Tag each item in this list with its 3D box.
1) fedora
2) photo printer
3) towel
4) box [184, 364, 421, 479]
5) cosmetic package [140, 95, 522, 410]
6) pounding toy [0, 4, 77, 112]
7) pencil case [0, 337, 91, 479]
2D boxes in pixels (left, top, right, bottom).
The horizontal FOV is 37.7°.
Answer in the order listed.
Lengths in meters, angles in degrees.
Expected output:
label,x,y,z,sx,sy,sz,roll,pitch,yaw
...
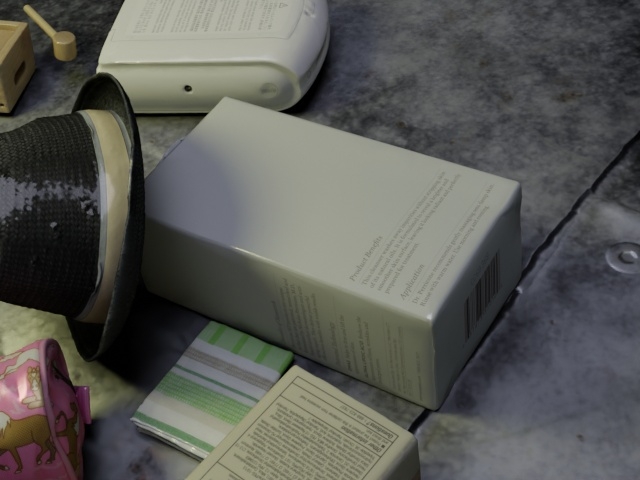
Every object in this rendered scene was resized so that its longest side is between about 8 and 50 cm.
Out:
label,x,y,z,sx,sy,sz,roll,pitch,yaw
fedora,-0.297,-0.033,0.986,0.153,0.334,0.334,4,39,-28
photo printer,-0.141,-0.292,1.361,0.308,0.107,0.256,0,47,9
towel,-0.111,0.158,0.985,0.113,0.023,0.152,21,51,24
box,-0.060,0.272,0.792,0.148,0.121,0.311,28,56,31
cosmetic package,0.000,0.000,1.025,0.385,0.156,0.217,20,52,27
pounding toy,-0.468,-0.273,1.416,0.206,0.094,0.181,6,42,2
pencil case,-0.412,0.207,0.876,0.386,0.160,0.167,-14,33,-7
